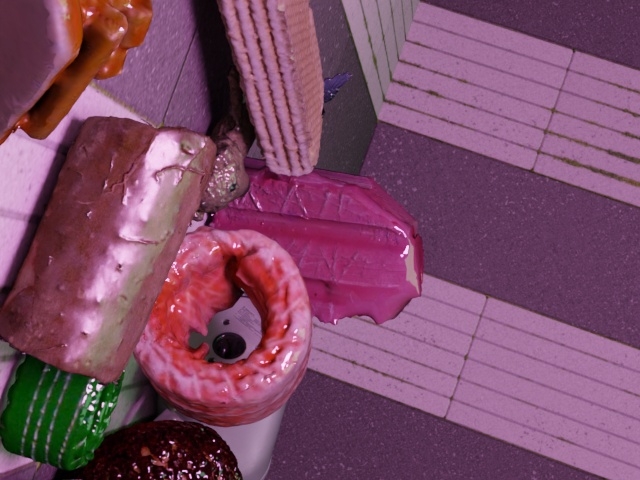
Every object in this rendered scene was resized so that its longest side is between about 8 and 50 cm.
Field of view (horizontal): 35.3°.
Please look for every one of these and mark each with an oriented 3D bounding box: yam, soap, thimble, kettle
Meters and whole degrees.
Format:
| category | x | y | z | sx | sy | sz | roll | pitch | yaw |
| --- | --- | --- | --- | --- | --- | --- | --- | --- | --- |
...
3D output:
| category | x | y | z | sx | sy | sz | roll | pitch | yaw |
| --- | --- | --- | --- | --- | --- | --- | --- | --- | --- |
| yam | -0.191 | -0.001 | 0.904 | 0.238 | 0.128 | 0.129 | -67 | -166 | -4 |
| soap | 0.000 | 0.000 | 1.475 | 0.127 | 0.325 | 0.220 | -37 | 135 | -66 |
| thimble | -0.124 | 0.107 | 1.250 | 0.162 | 0.239 | 0.239 | 84 | 26 | -66 |
| kettle | -0.160 | 0.268 | 1.527 | 0.318 | 0.205 | 0.265 | 105 | -2 | -49 |
| thimble | -0.253 | 0.155 | 0.995 | 0.118 | 0.090 | 0.130 | -59 | 168 | -68 |

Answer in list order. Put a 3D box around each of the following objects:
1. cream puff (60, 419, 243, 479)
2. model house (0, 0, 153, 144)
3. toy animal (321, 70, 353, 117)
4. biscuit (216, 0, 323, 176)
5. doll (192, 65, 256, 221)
| category | x | y | z | sx | sy | sz | roll | pitch | yaw |
| --- | --- | --- | --- | --- | --- | --- | --- | --- | --- |
| cream puff | -0.207 | 0.331 | 1.232 | 0.239 | 0.239 | 0.165 | 101 | -29 | -51 |
| model house | -0.135 | -0.176 | 0.532 | 0.229 | 0.220 | 0.199 | -50 | 147 | -35 |
| toy animal | -0.039 | -0.218 | 1.563 | 0.220 | 0.108 | 0.062 | -28 | -149 | 44 |
| biscuit | -0.054 | -0.243 | 1.179 | 0.426 | 0.079 | 0.144 | 79 | 16 | -60 |
| doll | -0.113 | -0.138 | 1.347 | 0.202 | 0.091 | 0.286 | -61 | -173 | 18 |
